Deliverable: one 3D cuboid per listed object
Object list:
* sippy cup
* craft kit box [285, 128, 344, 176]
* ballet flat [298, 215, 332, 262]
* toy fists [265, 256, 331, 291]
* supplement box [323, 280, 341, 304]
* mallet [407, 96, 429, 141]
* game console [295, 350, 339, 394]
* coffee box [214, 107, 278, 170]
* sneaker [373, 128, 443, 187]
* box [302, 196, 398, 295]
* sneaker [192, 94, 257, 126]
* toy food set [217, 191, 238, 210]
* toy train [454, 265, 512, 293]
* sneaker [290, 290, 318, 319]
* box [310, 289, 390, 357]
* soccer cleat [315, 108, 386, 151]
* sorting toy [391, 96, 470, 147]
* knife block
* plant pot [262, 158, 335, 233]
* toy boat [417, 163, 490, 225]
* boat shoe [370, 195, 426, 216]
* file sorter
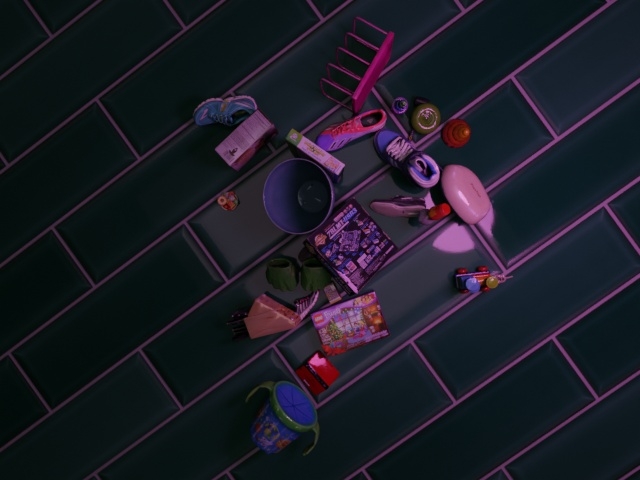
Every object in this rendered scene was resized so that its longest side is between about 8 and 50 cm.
[{"bbox_3d":[-0.168,0.749,1.740,0.224,0.240,0.305,-51,50,13],"label":"sippy cup"},{"bbox_3d":[-0.018,-0.332,1.688,0.246,0.250,0.061,32,91,0],"label":"craft kit box"},{"bbox_3d":[0.000,0.000,1.792,0.250,0.084,0.058,-52,133,-1],"label":"ballet flat"},{"bbox_3d":[-0.092,0.145,1.758,0.278,0.096,0.142,-1,124,4],"label":"toy fists"},{"bbox_3d":[0.049,0.224,1.798,0.054,0.043,0.083,-26,91,4],"label":"supplement box"},{"bbox_3d":[0.398,-0.517,1.776,0.062,0.039,0.190,25,96,0],"label":"mallet"},{"bbox_3d":[-0.014,0.577,1.823,0.144,0.085,0.124,49,124,1],"label":"game console"},{"bbox_3d":[-0.305,-0.417,1.753,0.246,0.141,0.098,-43,89,1],"label":"coffee box"},{"bbox_3d":[0.351,-0.343,1.678,0.130,0.236,0.323,-42,90,2],"label":"sneaker"},{"bbox_3d":[0.127,0.021,1.711,0.293,0.073,0.295,47,64,-1],"label":"box"},{"bbox_3d":[-0.402,-0.533,1.754,0.275,0.107,0.110,-12,60,3],"label":"sneaker"},{"bbox_3d":[-0.399,-0.172,1.820,0.082,0.020,0.083,-43,89,2],"label":"toy food set"},{"bbox_3d":[0.692,0.163,1.721,0.247,0.143,0.105,-7,91,3],"label":"toy train"},{"bbox_3d":[-0.074,0.270,1.794,0.074,0.063,0.170,37,97,-5],"label":"sneaker"},{"bbox_3d":[0.127,0.357,1.791,0.293,0.057,0.201,-20,90,3],"label":"box"},{"bbox_3d":[0.123,-0.466,1.745,0.317,0.116,0.109,-21,90,2],"label":"soccer cleat"},{"bbox_3d":[0.465,-0.490,1.703,0.365,0.126,0.127,23,100,-7],"label":"sorting toy"},{"bbox_3d":[-0.251,0.366,1.774,0.275,0.088,0.242,28,105,8],"label":"knife block"},{"bbox_3d":[-0.062,-0.179,1.705,0.289,0.195,0.291,2,97,18],"label":"plant pot"},{"bbox_3d":[0.532,-0.162,1.702,0.318,0.148,0.268,-31,91,-30],"label":"toy boat"},{"bbox_3d":[0.329,-0.150,1.774,0.232,0.084,0.079,4,57,9],"label":"boat shoe"},{"bbox_3d":[0.141,-0.706,1.701,0.182,0.202,0.291,31,92,5],"label":"file sorter"}]
